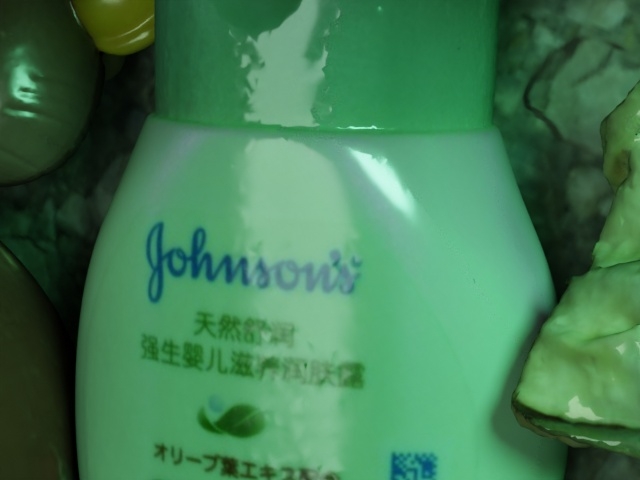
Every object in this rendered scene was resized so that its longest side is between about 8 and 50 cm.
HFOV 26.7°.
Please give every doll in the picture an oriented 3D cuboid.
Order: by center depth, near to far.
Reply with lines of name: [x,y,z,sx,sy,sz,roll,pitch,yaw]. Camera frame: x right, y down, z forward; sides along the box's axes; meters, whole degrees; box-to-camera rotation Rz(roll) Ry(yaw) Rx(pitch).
doll: [-0.132,-0.094,0.668,0.188,0.096,0.145,3,75,19]

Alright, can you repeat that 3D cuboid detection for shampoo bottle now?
shampoo bottle: [0.000,0.000,0.577,0.222,0.151,0.349,7,100,24]

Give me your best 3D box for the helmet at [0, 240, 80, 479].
helmet: [-0.236,0.083,0.662,0.385,0.230,0.337,15,144,32]

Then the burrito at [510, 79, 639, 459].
burrito: [0.243,0.019,0.458,0.348,0.107,0.175,0,74,25]
